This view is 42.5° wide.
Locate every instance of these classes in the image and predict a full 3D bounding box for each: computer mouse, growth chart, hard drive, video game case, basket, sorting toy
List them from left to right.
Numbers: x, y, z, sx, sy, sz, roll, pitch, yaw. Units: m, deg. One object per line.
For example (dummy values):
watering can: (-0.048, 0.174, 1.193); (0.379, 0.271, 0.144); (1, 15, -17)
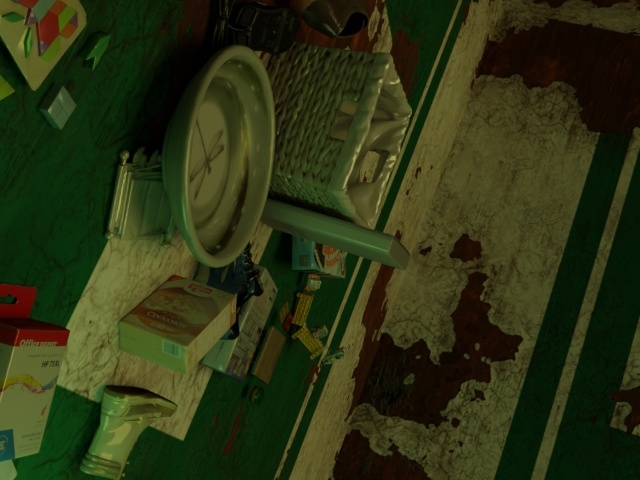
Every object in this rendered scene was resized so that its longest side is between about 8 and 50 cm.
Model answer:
growth chart: (-0.298, -0.072, 1.433); (0.237, 0.021, 0.172); (9, 96, -72)
video game case: (-0.179, 0.191, 1.892); (0.269, 0.061, 0.244); (78, 31, -75)
computer mouse: (-0.128, -0.442, 1.561); (0.262, 0.060, 0.184); (-26, 135, -51)
sorting toy: (-0.147, 0.287, 2.165); (0.132, 0.046, 0.275); (59, 51, -67)
hard drive: (0.017, -0.020, 1.880); (0.233, 0.352, 0.047); (37, 72, -71)
basket: (0.018, -0.229, 1.843); (0.331, 0.266, 0.329); (47, 61, -69)

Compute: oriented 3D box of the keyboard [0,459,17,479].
keyboard: (-0.492, 0.292, 1.193); (0.072, 0.014, 0.256); (-62, 160, -46)

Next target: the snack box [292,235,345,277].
snack box: (0.000, 0.000, 2.243); (0.322, 0.060, 0.187); (21, 69, -72)

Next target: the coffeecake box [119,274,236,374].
coffeecake box: (-0.262, 0.153, 1.539); (0.185, 0.142, 0.068); (-48, 150, -55)

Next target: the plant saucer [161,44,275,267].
plant saucer: (-0.196, -0.155, 1.496); (0.400, 0.100, 0.401); (9, 90, -74)

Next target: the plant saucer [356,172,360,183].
plant saucer: (0.074, -0.141, 2.451); (0.188, 0.045, 0.188); (83, 30, -52)

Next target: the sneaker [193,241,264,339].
sneaker: (-0.172, 0.053, 1.718); (0.129, 0.147, 0.330); (5, 101, -72)

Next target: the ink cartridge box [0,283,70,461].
ink cartridge box: (-0.430, 0.181, 1.144); (0.134, 0.077, 0.231); (24, 79, -75)

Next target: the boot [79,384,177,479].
boot: (-0.359, 0.362, 1.546); (0.213, 0.077, 0.165); (36, 71, -66)

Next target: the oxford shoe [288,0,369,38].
oxford shoe: (0.049, -0.510, 1.824); (0.130, 0.133, 0.363); (-39, -177, 31)

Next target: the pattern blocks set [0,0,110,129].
pattern blocks set: (-0.360, -0.298, 1.037); (0.325, 0.026, 0.286); (56, 53, -68)

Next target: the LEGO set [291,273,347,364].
LEGO set: (-0.023, 0.223, 2.397); (0.107, 0.132, 0.287); (-69, 142, -75)
